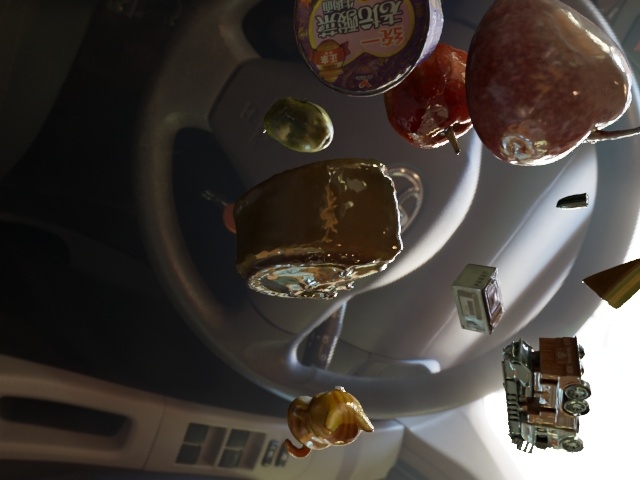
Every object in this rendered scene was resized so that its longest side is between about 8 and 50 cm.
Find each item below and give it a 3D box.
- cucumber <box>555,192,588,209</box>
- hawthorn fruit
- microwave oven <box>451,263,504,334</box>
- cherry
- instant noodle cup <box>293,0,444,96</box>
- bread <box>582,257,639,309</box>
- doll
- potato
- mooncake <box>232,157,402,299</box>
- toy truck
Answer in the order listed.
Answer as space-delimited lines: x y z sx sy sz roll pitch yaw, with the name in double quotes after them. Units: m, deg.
0.819 -0.126 1.701 0.048 0.105 0.048 9 78 -45 "cucumber"
0.334 -0.384 1.487 0.287 0.330 0.287 -13 157 -6 "hawthorn fruit"
0.577 0.213 1.894 0.162 0.122 0.208 -43 125 -37 "microwave oven"
0.453 -0.319 1.052 0.327 0.334 0.291 -4 167 -20 "cherry"
0.142 -0.532 1.260 0.266 0.340 0.339 -35 154 -54 "instant noodle cup"
0.718 0.083 1.250 0.074 0.084 0.139 31 110 -20 "bread"
0.013 0.496 1.453 0.167 0.162 0.269 1 152 -27 "doll"
-0.071 -0.382 1.717 0.143 0.248 0.169 -11 127 -60 "potato"
0.000 0.000 1.194 0.393 0.246 0.394 -11 162 16 "mooncake"
0.533 0.381 1.253 0.133 0.185 0.338 -65 148 -48 "toy truck"
